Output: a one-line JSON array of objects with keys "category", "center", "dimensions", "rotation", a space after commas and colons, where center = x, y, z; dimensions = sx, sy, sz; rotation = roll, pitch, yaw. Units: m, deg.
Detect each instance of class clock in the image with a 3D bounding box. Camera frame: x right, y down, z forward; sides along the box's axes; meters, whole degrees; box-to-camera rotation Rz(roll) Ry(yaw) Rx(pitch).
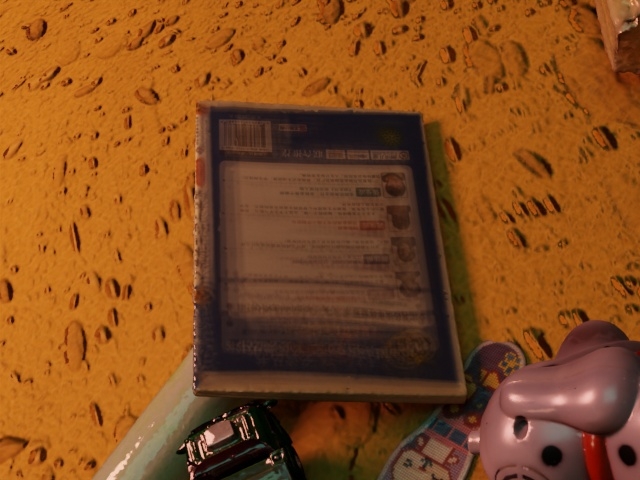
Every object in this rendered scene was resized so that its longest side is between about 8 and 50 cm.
[{"category": "clock", "center": [0.228, 0.136, 0.773], "dimensions": [0.253, 0.189, 0.189], "rotation": [-5, 53, 36]}]

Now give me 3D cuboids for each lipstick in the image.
[{"category": "lipstick", "center": [-0.127, 0.173, 0.917], "dimensions": [0.076, 0.076, 0.304], "rotation": [23, 67, 32]}]

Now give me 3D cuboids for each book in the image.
[{"category": "book", "center": [0.000, 0.000, 0.968], "dimensions": [0.228, 0.018, 0.323], "rotation": [3, 52, -8]}]

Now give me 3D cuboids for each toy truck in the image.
[{"category": "toy truck", "center": [-0.029, 0.240, 0.797], "dimensions": [0.088, 0.121, 0.259], "rotation": [-26, 55, 0]}]

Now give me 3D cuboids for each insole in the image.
[{"category": "insole", "center": [0.105, 0.159, 0.886], "dimensions": [0.065, 0.004, 0.197], "rotation": [27, 69, 33]}]

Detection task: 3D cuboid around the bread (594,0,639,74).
[{"category": "bread", "center": [0.374, -0.279, 1.030], "dimensions": [0.239, 0.111, 0.246], "rotation": [-10, 54, 14]}]
